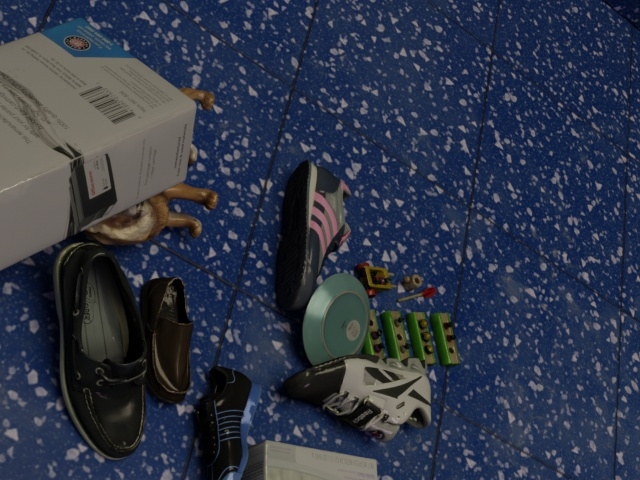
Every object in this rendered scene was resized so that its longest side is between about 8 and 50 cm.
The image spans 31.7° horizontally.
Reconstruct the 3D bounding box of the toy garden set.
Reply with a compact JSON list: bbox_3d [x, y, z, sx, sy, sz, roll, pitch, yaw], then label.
[{"bbox_3d":[0.175,0.143,2.220,0.244,0.049,0.203,5,65,-39],"label":"toy garden set"}]

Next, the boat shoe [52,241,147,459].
[{"bbox_3d":[-0.317,0.167,1.701,0.127,0.113,0.340,-6,89,-38],"label":"boat shoe"}]

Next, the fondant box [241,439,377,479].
[{"bbox_3d":[-0.016,0.511,1.835,0.238,0.096,0.330,17,59,-34],"label":"fondant box"}]

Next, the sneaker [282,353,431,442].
[{"bbox_3d":[0.083,0.287,2.017,0.331,0.122,0.146,5,63,-38],"label":"sneaker"}]

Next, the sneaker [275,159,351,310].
[{"bbox_3d":[0.000,0.000,2.105,0.131,0.112,0.319,24,55,-26],"label":"sneaker"}]

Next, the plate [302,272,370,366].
[{"bbox_3d":[0.038,0.154,2.057,0.188,0.024,0.188,-9,102,-47],"label":"plate"}]

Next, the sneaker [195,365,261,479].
[{"bbox_3d":[-0.165,0.311,1.830,0.090,0.081,0.232,31,44,-21],"label":"sneaker"}]

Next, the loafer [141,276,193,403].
[{"bbox_3d":[-0.248,0.156,1.836,0.080,0.078,0.220,6,64,-38],"label":"loafer"}]

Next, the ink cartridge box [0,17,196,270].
[{"bbox_3d":[-0.430,-0.150,1.681,0.285,0.166,0.395,38,46,25],"label":"ink cartridge box"}]

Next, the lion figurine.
[{"bbox_3d":[-0.306,-0.141,1.928,0.240,0.142,0.392,13,45,-26],"label":"lion figurine"}]
